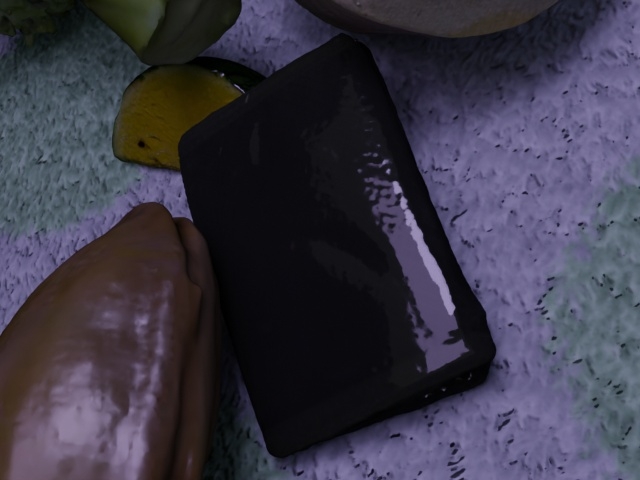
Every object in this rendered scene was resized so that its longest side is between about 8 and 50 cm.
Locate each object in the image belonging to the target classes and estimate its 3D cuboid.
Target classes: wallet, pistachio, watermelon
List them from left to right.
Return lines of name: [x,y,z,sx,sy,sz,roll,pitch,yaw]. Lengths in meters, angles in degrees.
pistachio: [-0.146,0.106,0.505,0.213,0.163,0.260,-16,51,37]
watermelon: [-0.093,-0.102,0.615,0.182,0.075,0.091,13,79,30]
wallet: [0.000,0.000,0.520,0.169,0.052,0.245,-27,70,21]

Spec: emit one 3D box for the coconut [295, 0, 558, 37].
coconut: [0.060,-0.242,0.490,0.239,0.239,0.244,-47,22,2]

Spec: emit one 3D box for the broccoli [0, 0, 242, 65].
broccoli: [-0.239,-0.262,0.650,0.353,0.397,0.274,-80,11,-62]
